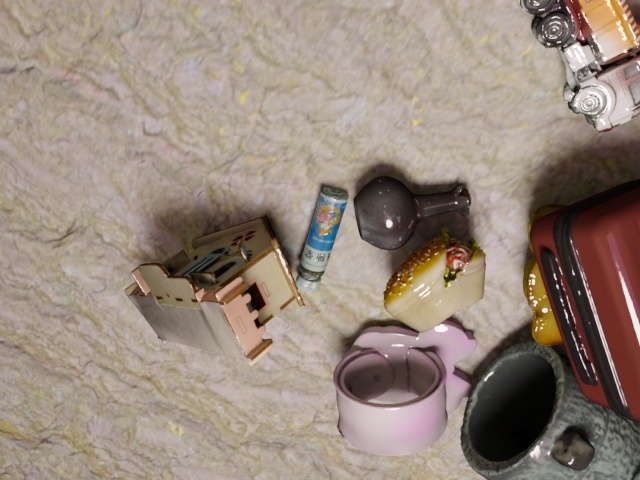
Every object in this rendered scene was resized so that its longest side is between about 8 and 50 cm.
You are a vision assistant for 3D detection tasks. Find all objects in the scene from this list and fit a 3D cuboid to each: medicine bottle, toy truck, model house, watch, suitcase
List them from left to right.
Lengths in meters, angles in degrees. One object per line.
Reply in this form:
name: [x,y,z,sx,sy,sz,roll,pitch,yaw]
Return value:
model house: [-0.150,0.057,0.906,0.326,0.244,0.169,-3,115,49]
medicine bottle: [0.000,0.000,0.946,0.051,0.051,0.191,18,117,3]
watch: [0.149,0.271,0.947,0.249,0.217,0.210,0,114,12]
toy truck: [0.358,-0.286,0.713,0.135,0.114,0.270,-26,105,26]
suitcase: [0.437,0.071,0.726,0.237,0.161,0.296,-20,94,-17]

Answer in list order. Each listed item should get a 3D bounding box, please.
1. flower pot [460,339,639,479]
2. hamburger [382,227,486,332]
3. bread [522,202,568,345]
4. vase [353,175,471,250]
flower pot: [0.423,0.319,0.877,0.283,0.299,0.299,34,116,-9]
hamburger: [0.177,0.058,0.851,0.173,0.210,0.116,-34,90,11]
bread: [0.391,0.047,0.852,0.161,0.088,0.232,-2,97,-4]
vase: [0.148,-0.052,0.865,0.183,0.120,0.120,-11,112,1]
